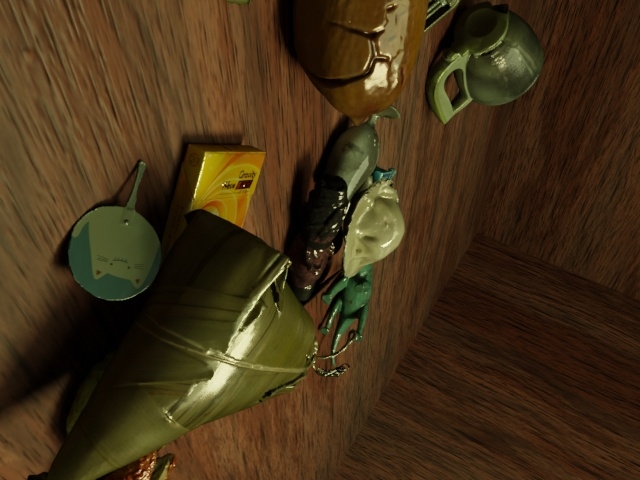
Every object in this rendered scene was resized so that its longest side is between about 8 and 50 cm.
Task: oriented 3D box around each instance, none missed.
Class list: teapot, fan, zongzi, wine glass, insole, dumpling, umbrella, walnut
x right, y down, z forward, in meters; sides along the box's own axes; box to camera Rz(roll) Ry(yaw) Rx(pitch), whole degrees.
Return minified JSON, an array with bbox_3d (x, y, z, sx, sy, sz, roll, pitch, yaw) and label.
[{"bbox_3d":[0.419,-0.503,1.693,0.239,0.321,0.240,30,45,-55],"label":"teapot"},{"bbox_3d":[-0.235,-0.015,0.748,0.113,0.005,0.176,22,73,-35],"label":"fan"},{"bbox_3d":[-0.147,0.216,0.909,0.418,0.181,0.447,-56,149,-18],"label":"zongzi"},{"bbox_3d":[0.074,-0.184,1.270,0.222,0.103,0.103,-64,160,-4],"label":"wine glass"},{"bbox_3d":[-0.027,0.132,1.440,0.111,0.007,0.328,-36,-179,31],"label":"insole"},{"bbox_3d":[0.095,-0.012,1.319,0.172,0.142,0.247,-34,145,-42],"label":"dumpling"},{"bbox_3d":[-0.014,0.003,1.259,0.090,0.094,0.326,-25,148,-38],"label":"umbrella"},{"bbox_3d":[0.060,-0.309,0.931,0.203,0.203,0.298,-42,138,-48],"label":"walnut"}]

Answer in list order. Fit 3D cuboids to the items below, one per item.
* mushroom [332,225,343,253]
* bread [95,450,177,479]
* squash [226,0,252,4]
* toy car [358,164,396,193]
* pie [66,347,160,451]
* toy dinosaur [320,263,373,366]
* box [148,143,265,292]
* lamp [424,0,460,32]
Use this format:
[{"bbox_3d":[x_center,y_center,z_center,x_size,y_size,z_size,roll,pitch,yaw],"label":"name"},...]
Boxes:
[{"bbox_3d":[0.010,0.004,1.373,0.130,0.072,0.088,-59,-159,-2],"label":"mushroom"},{"bbox_3d":[-0.319,0.407,0.897,0.268,0.095,0.139,-38,161,-5],"label":"bread"},{"bbox_3d":[-0.089,-0.382,0.674,0.094,0.094,0.224,3,104,-69],"label":"squash"},{"bbox_3d":[0.093,-0.107,1.407,0.126,0.098,0.162,-17,127,-62],"label":"toy car"},{"bbox_3d":[-0.271,0.257,0.928,0.201,0.090,0.248,-62,157,-1],"label":"pie"},{"bbox_3d":[0.116,0.116,1.754,0.331,0.129,0.384,-56,161,-48],"label":"toy dinosaur"},{"bbox_3d":[-0.172,-0.011,0.928,0.152,0.043,0.269,-15,127,-63],"label":"box"},{"bbox_3d":[0.136,-0.452,1.146,0.203,0.124,0.283,-49,167,15],"label":"lamp"}]
